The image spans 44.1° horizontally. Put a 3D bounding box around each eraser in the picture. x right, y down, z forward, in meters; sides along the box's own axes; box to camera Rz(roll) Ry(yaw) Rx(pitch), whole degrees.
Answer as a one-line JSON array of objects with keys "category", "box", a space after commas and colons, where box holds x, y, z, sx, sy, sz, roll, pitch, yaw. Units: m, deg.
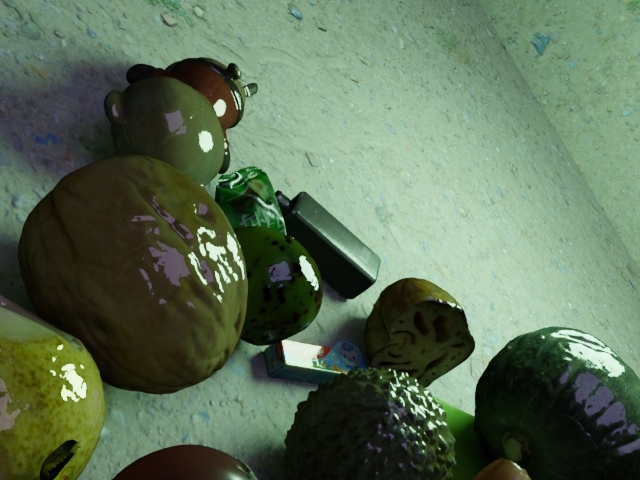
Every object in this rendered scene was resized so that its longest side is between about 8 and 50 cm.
[{"category": "eraser", "box": [0.212, 0.386, 1.370, 0.274, 0.092, 0.210, 30, 40, -32]}]

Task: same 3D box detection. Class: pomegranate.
[{"category": "pomegranate", "box": [-0.110, 0.088, 1.198, 0.202, 0.202, 0.248, 43, 66, -14]}]

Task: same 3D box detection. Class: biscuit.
[{"category": "biscuit", "box": [-0.261, 0.295, 0.754, 0.026, 0.292, 0.048, 25, 35, 10]}]

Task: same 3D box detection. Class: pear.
[{"category": "pear", "box": [-0.345, 0.165, 0.785, 0.271, 0.271, 0.271, 30, 41, -29]}]

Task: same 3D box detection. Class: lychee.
[{"category": "lychee", "box": [0.075, 0.305, 1.131, 0.255, 0.274, 0.255, 6, 52, -8]}]

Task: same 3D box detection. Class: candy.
[{"category": "candy", "box": [-0.117, -0.025, 1.362, 0.141, 0.078, 0.203, -20, 97, -44]}]

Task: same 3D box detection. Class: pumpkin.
[{"category": "pumpkin", "box": [0.411, 0.316, 1.351, 0.257, 0.291, 0.328, -19, 65, -35]}]

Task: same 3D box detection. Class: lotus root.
[{"category": "lotus root", "box": [0.154, 0.147, 1.435, 0.199, 0.188, 0.180, 61, -1, -39]}]

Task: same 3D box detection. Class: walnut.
[{"category": "walnut", "box": [-0.231, 0.049, 1.005, 0.252, 0.277, 0.313, -39, 96, -24]}]

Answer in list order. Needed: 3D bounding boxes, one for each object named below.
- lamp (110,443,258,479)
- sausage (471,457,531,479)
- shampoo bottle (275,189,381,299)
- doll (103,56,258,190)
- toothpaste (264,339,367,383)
[{"category": "lamp", "box": [-0.131, 0.367, 0.822, 0.303, 0.256, 0.303, 159, -90, -83]}, {"category": "sausage", "box": [0.155, 0.465, 1.095, 0.094, 0.094, 0.419, 28, 54, 36]}, {"category": "shampoo bottle", "box": [0.000, 0.000, 1.471, 0.246, 0.079, 0.080, 41, 35, -16]}, {"category": "doll", "box": [-0.220, -0.203, 1.315, 0.235, 0.174, 0.330, 52, 33, -20]}, {"category": "toothpaste", "box": [-0.006, 0.198, 1.321, 0.193, 0.044, 0.070, 17, 46, -40]}]
